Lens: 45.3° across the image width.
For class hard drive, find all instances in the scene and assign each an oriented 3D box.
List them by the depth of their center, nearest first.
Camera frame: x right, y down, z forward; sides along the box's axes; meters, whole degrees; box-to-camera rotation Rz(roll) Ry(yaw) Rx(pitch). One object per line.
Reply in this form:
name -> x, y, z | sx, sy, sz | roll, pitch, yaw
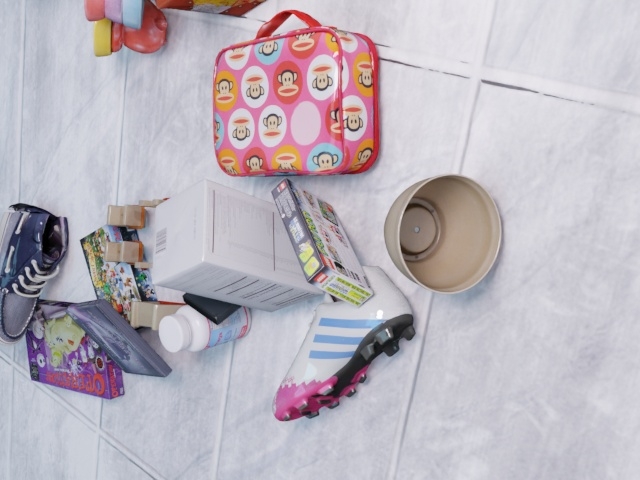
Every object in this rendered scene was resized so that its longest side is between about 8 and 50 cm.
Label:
hard drive -> -0.165, 0.086, 1.365 | 0.094, 0.135, 0.022 | 29, 142, 34

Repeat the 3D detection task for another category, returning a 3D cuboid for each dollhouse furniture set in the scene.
dollhouse furniture set -> -0.289, 0.044, 1.493 | 0.262, 0.135, 0.258 | 2, 88, 40

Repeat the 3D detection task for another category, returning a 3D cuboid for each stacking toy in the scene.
stacking toy -> -0.327, -0.477, 1.339 | 0.309, 0.131, 0.279 | 175, 100, -78

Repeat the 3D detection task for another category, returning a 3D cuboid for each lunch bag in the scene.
lunch bag -> -0.048, -0.230, 1.212 | 0.293, 0.120, 0.258 | 5, 101, 41

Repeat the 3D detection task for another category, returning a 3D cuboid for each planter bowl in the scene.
planter bowl -> 0.155, -0.012, 1.072 | 0.109, 0.162, 0.161 | -170, 74, -68

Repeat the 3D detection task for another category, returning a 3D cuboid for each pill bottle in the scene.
pill bottle -> -0.210, 0.153, 1.397 | 0.087, 0.160, 0.087 | 9, 104, 40

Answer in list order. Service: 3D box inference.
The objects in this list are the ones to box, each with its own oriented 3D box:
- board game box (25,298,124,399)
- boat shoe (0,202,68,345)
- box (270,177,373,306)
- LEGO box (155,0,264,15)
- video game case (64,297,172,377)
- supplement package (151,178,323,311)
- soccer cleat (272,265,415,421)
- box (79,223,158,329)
board game box -> -0.596, 0.252, 1.826 | 0.347, 0.056, 0.208 | 0, 102, 41
boat shoe -> -0.684, 0.082, 1.787 | 0.158, 0.127, 0.340 | 4, 88, 37
box -> 0.000, 0.000, 1.167 | 0.036, 0.114, 0.207 | -44, 42, 20
LEGO box -> -0.126, -0.647, 1.153 | 0.373, 0.193, 0.499 | -16, 87, 42
video game case -> -0.418, 0.200, 1.562 | 0.196, 0.026, 0.274 | 50, 154, -15
supplement package -> -0.127, 0.018, 1.225 | 0.134, 0.244, 0.138 | -22, 60, 41
soccer cleat -> 0.022, 0.170, 1.247 | 0.331, 0.116, 0.143 | -46, 57, 32
box -> -0.431, 0.082, 1.651 | 0.159, 0.044, 0.233 | -23, 83, 41
